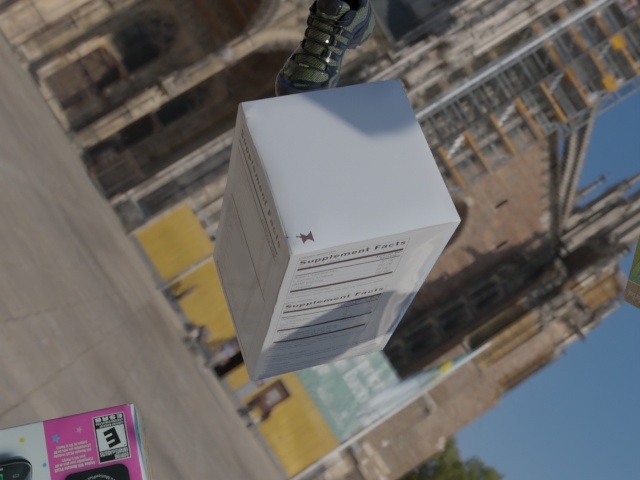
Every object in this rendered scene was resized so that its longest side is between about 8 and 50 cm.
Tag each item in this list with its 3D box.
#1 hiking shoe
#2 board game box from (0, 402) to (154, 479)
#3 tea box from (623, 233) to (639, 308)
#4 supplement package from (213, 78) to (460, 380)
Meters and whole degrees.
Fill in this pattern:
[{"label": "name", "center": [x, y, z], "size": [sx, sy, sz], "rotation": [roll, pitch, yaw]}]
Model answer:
[{"label": "hiking shoe", "center": [-0.001, -0.288, 1.349], "size": [0.086, 0.227, 0.114], "rotation": [20, -31, 22]}, {"label": "board game box", "center": [-0.233, 0.308, 0.783], "size": [0.097, 0.223, 0.304], "rotation": [113, -35, -72]}, {"label": "tea box", "center": [0.680, -0.008, 1.432], "size": [0.220, 0.328, 0.324], "rotation": [-110, -149, -81]}, {"label": "supplement package", "center": [0.000, 0.000, 0.793], "size": [0.244, 0.133, 0.139], "rotation": [111, -37, -60]}]
